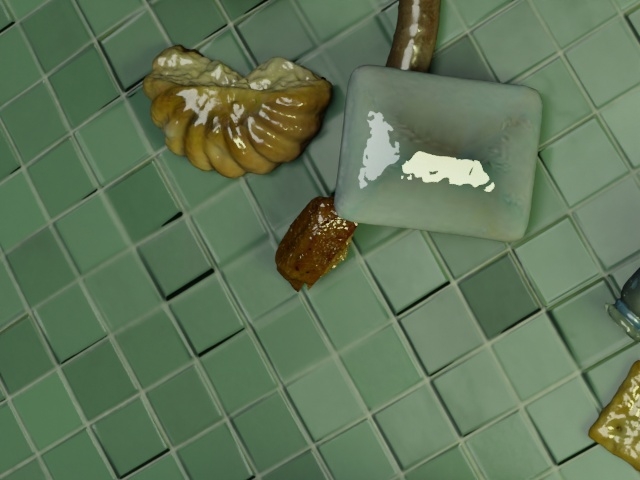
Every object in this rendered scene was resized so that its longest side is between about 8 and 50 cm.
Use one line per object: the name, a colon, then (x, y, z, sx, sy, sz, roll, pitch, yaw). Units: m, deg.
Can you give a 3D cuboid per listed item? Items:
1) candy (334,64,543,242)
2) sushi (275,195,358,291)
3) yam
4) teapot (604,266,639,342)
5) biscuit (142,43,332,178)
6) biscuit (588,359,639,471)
candy: (0.103, -0.075, 1.556, 0.174, 0.071, 0.138, 7, 91, -11)
sushi: (0.001, 0.003, 1.618, 0.118, 0.060, 0.061, -44, 39, 42)
yam: (0.079, -0.180, 1.606, 0.045, 0.045, 0.327, 9, 92, 39)
teapot: (0.289, 0.047, 1.536, 0.083, 0.063, 0.049, -48, 44, 14)
biscuit: (-0.082, -0.116, 1.649, 0.183, 0.061, 0.118, 8, 93, 18)
biscuit: (0.283, 0.157, 1.545, 0.081, 0.018, 0.083, 36, 99, 16)
